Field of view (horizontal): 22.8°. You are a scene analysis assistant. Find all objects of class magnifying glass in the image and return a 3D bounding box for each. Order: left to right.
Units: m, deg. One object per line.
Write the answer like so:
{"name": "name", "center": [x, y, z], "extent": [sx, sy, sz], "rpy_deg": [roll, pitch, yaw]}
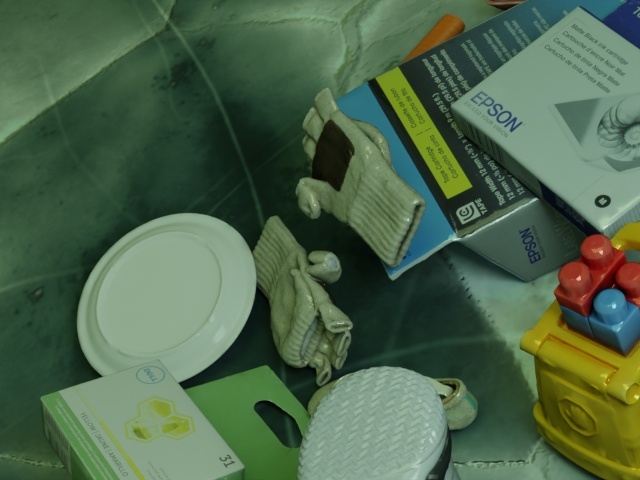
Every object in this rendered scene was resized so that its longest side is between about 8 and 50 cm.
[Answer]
{"name": "magnifying glass", "center": [0.079, -0.162, 1.724], "extent": [0.092, 0.026, 0.231], "rpy_deg": [24, 65, 38]}

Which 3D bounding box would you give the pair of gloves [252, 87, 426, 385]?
{"name": "pair of gloves", "center": [0.000, 0.000, 1.504], "extent": [0.240, 0.042, 0.204], "rpy_deg": [-62, 37, 29]}

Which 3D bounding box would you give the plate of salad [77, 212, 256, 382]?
{"name": "plate of salad", "center": [-0.154, 0.063, 1.610], "extent": [0.199, 0.048, 0.200], "rpy_deg": [-11, 58, 18]}

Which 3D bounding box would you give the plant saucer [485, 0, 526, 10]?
{"name": "plant saucer", "center": [0.334, -0.338, 1.748], "extent": [0.259, 0.048, 0.258], "rpy_deg": [2, 51, 25]}

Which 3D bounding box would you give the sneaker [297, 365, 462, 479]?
{"name": "sneaker", "center": [0.039, 0.297, 1.205], "extent": [0.137, 0.210, 0.366], "rpy_deg": [3, 58, 27]}

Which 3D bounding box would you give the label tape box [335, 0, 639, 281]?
{"name": "label tape box", "center": [0.193, -0.096, 1.551], "extent": [0.347, 0.115, 0.249], "rpy_deg": [-28, 46, 2]}

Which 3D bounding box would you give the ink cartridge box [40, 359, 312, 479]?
{"name": "ink cartridge box", "center": [-0.109, 0.172, 1.420], "extent": [0.235, 0.056, 0.171], "rpy_deg": [-18, 40, -26]}

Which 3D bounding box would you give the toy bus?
{"name": "toy bus", "center": [0.268, 0.060, 1.308], "extent": [0.149, 0.211, 0.220], "rpy_deg": [26, 63, 40]}

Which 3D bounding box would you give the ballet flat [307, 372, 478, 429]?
{"name": "ballet flat", "center": [0.061, 0.139, 1.440], "extent": [0.168, 0.052, 0.057], "rpy_deg": [-1, 50, 24]}

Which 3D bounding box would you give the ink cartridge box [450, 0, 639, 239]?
{"name": "ink cartridge box", "center": [0.270, -0.122, 1.432], "extent": [0.224, 0.045, 0.223], "rpy_deg": [-38, 50, -9]}
